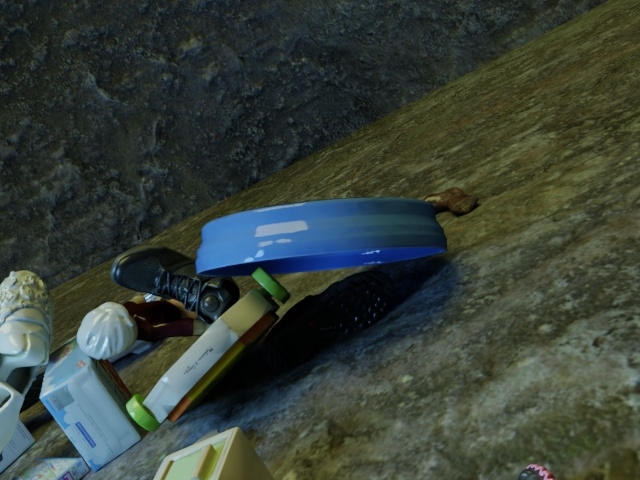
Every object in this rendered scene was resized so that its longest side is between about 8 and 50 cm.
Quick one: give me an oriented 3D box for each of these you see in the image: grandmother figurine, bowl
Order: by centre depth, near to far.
[{"bbox_3d":[0.000,0.000,0.987,0.390,0.077,0.391,-6,-5,-1],"label":"bowl"},{"bbox_3d":[-0.278,0.144,1.130,0.207,0.104,0.342,-2,2,32],"label":"grandmother figurine"}]

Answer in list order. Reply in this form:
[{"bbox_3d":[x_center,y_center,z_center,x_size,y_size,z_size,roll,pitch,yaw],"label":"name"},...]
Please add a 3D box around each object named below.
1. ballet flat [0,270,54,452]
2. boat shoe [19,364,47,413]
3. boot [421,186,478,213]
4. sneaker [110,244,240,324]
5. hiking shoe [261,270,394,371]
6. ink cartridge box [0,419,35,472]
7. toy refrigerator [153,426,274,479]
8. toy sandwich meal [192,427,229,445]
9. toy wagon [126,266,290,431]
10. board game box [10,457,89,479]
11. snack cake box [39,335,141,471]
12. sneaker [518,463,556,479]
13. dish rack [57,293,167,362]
[{"bbox_3d":[-0.532,0.239,1.062,0.147,0.147,0.409,-17,50,41],"label":"ballet flat"},{"bbox_3d":[-0.700,0.336,1.358,0.307,0.104,0.110,-38,-26,9],"label":"boat shoe"},{"bbox_3d":[0.242,-0.065,1.211,0.106,0.037,0.114,-31,19,3],"label":"boot"},{"bbox_3d":[-0.234,0.075,1.069,0.130,0.227,0.087,33,102,53],"label":"sneaker"},{"bbox_3d":[0.006,0.106,0.976,0.226,0.086,0.114,-30,18,2],"label":"hiking shoe"},{"bbox_3d":[-0.668,0.428,1.216,0.127,0.072,0.175,-18,18,37],"label":"ink cartridge box"},{"bbox_3d":[-0.128,0.296,0.573,0.102,0.094,0.269,-26,14,15],"label":"toy refrigerator"},{"bbox_3d":[-0.132,0.270,0.798,0.085,0.029,0.085,-28,14,8],"label":"toy sandwich meal"},{"bbox_3d":[-0.152,0.165,0.972,0.267,0.068,0.344,-46,-5,-5],"label":"toy wagon"},{"bbox_3d":[-0.452,0.390,1.000,0.154,0.026,0.103,-17,14,41],"label":"board game box"},{"bbox_3d":[-0.398,0.265,1.087,0.089,0.152,0.264,-34,15,-15],"label":"snack cake box"},{"bbox_3d":[0.161,0.205,0.438,0.057,0.047,0.119,-41,13,3],"label":"sneaker"},{"bbox_3d":[-0.516,0.250,1.530,0.332,0.072,0.285,-29,15,1],"label":"dish rack"}]
